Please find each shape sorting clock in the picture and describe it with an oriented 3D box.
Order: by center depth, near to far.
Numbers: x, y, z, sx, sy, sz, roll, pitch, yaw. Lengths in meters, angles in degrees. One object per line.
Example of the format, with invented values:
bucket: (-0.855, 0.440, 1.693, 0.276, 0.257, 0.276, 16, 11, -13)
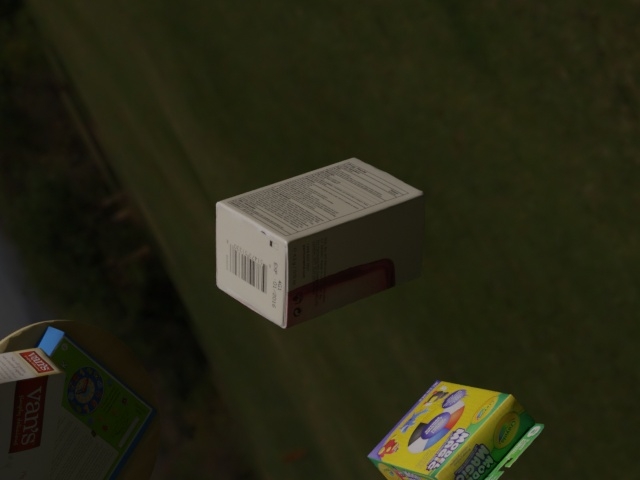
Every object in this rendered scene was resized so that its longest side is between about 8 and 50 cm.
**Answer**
shape sorting clock: (-0.239, 0.175, 1.778, 0.040, 0.206, 0.206, 2, 124, 53)

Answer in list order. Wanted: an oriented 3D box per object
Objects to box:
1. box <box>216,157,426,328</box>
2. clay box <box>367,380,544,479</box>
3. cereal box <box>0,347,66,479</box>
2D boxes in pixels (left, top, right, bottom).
box: (0.000, 0.000, 2.478, 0.149, 0.232, 0.127, 30, 128, 43)
clay box: (0.150, 0.223, 2.164, 0.053, 0.127, 0.222, 48, 164, -14)
cereal box: (-0.306, 0.176, 1.413, 0.047, 0.240, 0.173, 37, 125, 43)
